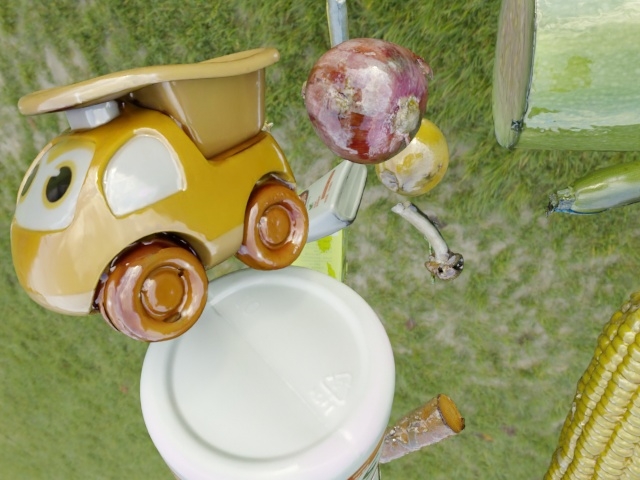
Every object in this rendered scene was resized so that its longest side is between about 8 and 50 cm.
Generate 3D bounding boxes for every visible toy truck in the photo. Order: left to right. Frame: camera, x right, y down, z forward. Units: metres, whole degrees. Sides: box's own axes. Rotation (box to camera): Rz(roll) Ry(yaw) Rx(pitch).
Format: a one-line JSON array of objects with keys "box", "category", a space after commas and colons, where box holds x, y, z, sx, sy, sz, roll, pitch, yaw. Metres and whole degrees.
[{"box": [-0.147, -0.053, 0.538, 0.204, 0.288, 0.212, 8, 120, 46], "category": "toy truck"}]

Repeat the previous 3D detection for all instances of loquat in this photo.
[{"box": [0.279, -0.258, 1.750, 0.243, 0.244, 0.244, 14, 134, 15], "category": "loquat"}]

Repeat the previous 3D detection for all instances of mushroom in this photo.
[{"box": [0.178, -0.003, 0.967, 0.187, 0.060, 0.061, 50, 163, -25], "category": "mushroom"}]

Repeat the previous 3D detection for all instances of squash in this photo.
[{"box": [0.567, -0.103, 1.073, 0.331, 0.087, 0.087, -13, 131, -9], "category": "squash"}, {"box": [0.403, -0.231, 0.654, 0.383, 0.263, 0.263, 0, 129, 12], "category": "squash"}]

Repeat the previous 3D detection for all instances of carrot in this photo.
[{"box": [0.200, 0.448, 1.312, 0.102, 0.102, 0.263, 43, 115, -14], "category": "carrot"}]

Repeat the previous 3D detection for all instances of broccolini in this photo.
[{"box": [0.418, 0.035, 2.170, 0.071, 0.255, 0.057, -11, 156, 18], "category": "broccolini"}]

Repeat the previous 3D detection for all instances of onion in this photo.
[{"box": [0.041, -0.186, 0.750, 0.194, 0.159, 0.160, 25, 140, 36], "category": "onion"}]

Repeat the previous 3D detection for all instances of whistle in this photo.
[{"box": [0.054, -0.572, 1.652, 0.057, 0.068, 0.326, 0, 151, 6], "category": "whistle"}]

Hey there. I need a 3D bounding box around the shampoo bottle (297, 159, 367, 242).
[{"box": [-0.031, -0.058, 1.185, 0.071, 0.153, 0.284, 36, 143, -28], "category": "shampoo bottle"}]

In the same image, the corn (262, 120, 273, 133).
[{"box": [-0.108, -0.156, 0.854, 0.083, 0.028, 0.027, -20, 127, 5], "category": "corn"}]

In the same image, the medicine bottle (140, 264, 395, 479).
[{"box": [-0.050, 0.189, 0.647, 0.252, 0.253, 0.241, 17, 144, 13], "category": "medicine bottle"}]

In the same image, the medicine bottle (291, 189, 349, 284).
[{"box": [0.000, 0.000, 1.462, 0.140, 0.137, 0.251, 3, 103, 5], "category": "medicine bottle"}]

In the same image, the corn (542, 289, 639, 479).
[{"box": [0.191, 0.134, 0.369, 0.080, 0.080, 0.231, 11, 116, 18], "category": "corn"}]

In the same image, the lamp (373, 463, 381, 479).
[{"box": [0.023, 0.502, 1.107, 0.269, 0.267, 0.047, 35, 123, -29], "category": "lamp"}]
